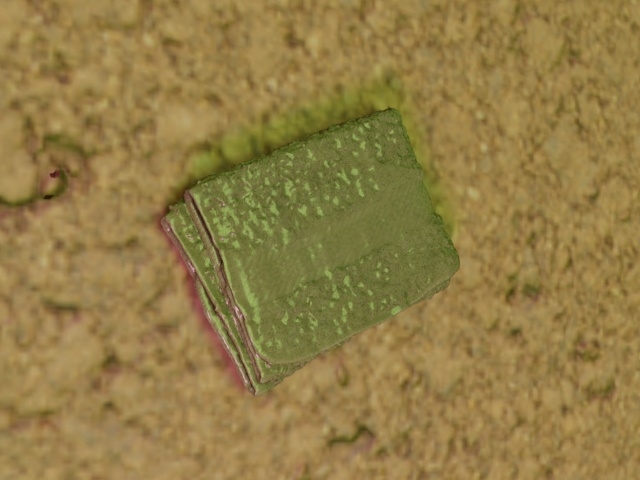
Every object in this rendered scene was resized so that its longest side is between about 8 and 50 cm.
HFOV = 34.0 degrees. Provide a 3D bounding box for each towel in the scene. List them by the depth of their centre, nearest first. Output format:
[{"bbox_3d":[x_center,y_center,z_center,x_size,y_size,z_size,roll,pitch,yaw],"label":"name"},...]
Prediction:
[{"bbox_3d":[0.000,0.000,0.532,0.148,0.027,0.110,-28,100,-29],"label":"towel"}]
